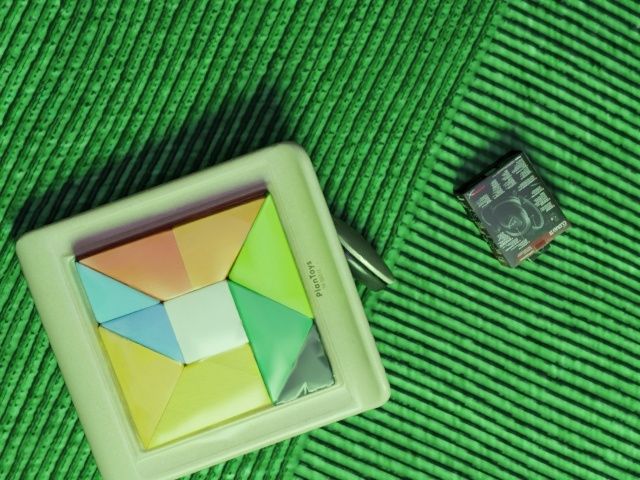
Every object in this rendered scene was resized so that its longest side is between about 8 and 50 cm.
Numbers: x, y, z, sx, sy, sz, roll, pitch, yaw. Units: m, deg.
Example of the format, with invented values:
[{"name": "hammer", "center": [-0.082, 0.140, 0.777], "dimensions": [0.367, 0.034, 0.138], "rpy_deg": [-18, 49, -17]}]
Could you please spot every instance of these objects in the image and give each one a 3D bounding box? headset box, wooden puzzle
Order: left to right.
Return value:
[{"name": "wooden puzzle", "center": [-0.089, 0.063, 1.312], "dimensions": [0.239, 0.044, 0.221], "rpy_deg": [-19, 99, 3]}, {"name": "headset box", "center": [0.157, -0.022, 1.389], "dimensions": [0.062, 0.032, 0.083], "rpy_deg": [-36, 102, -6]}]

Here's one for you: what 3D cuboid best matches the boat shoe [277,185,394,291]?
[{"name": "boat shoe", "center": [0.000, -0.001, 1.351], "dimensions": [0.133, 0.049, 0.042], "rpy_deg": [37, 104, -12]}]
